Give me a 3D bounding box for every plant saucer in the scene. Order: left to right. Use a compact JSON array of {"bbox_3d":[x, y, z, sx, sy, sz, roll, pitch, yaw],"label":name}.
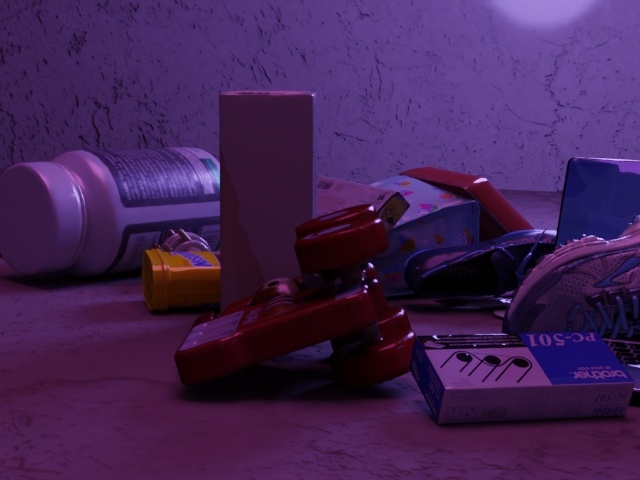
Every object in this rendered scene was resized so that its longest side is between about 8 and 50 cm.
[{"bbox_3d":[0.278,-0.033,1.987,0.259,0.047,0.258,43,-8,-21],"label":"plant saucer"}]

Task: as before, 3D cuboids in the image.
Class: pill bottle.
[{"bbox_3d":[-0.332,-0.048,1.935,0.204,0.204,0.361,9,10,41],"label":"pill bottle"}]

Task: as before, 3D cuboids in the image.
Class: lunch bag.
[{"bbox_3d":[0.090,0.001,1.881,0.262,0.160,0.223,-15,20,-22],"label":"lunch bag"}]

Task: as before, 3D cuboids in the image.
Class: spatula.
[{"bbox_3d":[0.313,0.087,1.806,0.242,0.019,0.168,-4,9,-34],"label":"spatula"}]

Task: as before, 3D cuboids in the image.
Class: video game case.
[{"bbox_3d":[0.000,0.000,1.779,0.042,0.210,0.232,47,-16,-27],"label":"video game case"}]

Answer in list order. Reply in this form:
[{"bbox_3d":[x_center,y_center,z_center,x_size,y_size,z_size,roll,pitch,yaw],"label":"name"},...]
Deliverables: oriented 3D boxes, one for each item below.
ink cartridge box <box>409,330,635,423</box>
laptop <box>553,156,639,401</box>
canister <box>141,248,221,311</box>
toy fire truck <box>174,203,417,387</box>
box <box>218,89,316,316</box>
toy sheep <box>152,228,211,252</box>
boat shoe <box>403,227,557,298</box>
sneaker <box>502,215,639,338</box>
[{"bbox_3d":[0.205,0.138,1.221,0.207,0.046,0.097,0,29,-15],"label":"ink cartridge box"},{"bbox_3d":[0.449,0.038,1.412,0.382,0.236,0.408,4,8,19],"label":"laptop"},{"bbox_3d":[-0.163,0.055,1.700,0.170,0.073,0.126,0,12,-16],"label":"canister"},{"bbox_3d":[-0.033,0.079,1.353,0.254,0.169,0.302,-16,7,1],"label":"toy fire truck"},{"bbox_3d":[-0.066,-0.041,1.563,0.121,0.311,0.148,0,6,2],"label":"box"},{"bbox_3d":[-0.214,0.026,1.865,0.091,0.091,0.132,-1,3,-19],"label":"toy sheep"},{"bbox_3d":[0.254,0.053,1.730,0.258,0.109,0.089,-14,21,2],"label":"boat shoe"},{"bbox_3d":[0.332,0.055,1.311,0.283,0.110,0.122,-27,51,-15],"label":"sneaker"}]
